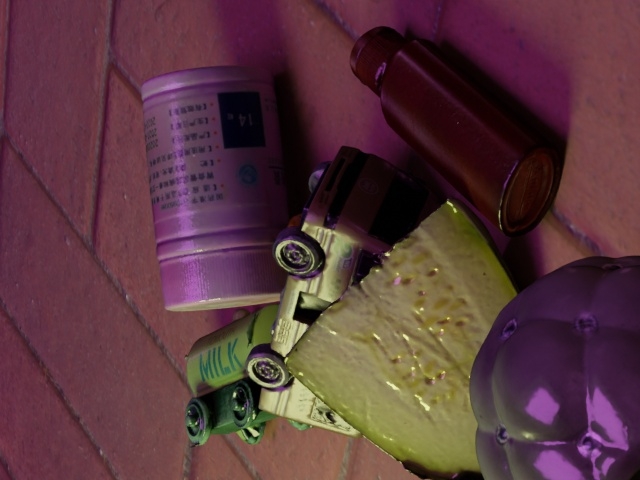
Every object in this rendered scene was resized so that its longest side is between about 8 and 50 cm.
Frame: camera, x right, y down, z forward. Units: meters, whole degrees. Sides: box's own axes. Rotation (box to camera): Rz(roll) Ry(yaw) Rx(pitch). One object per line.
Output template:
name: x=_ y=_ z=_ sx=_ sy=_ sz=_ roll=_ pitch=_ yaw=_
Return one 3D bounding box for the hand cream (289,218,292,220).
hand cream: x=-0.037 y=-0.004 z=1.983 sx=0.143 sy=0.039 sz=0.061 roll=12 pitch=104 yaw=49

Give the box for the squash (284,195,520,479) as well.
squash: x=0.122 y=0.116 z=1.632 sx=0.237 sy=0.204 sz=0.155 roll=-43 pitch=48 yaw=21

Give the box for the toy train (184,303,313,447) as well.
toy train: x=-0.090 y=0.159 z=2.091 sx=0.253 sy=0.105 sz=0.157 roll=-28 pitch=64 yaw=60

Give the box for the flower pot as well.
flower pot: x=0.236 y=0.130 z=1.362 sx=0.195 sy=0.246 sz=0.246 roll=55 pitch=145 yaw=42

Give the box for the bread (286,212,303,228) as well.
bread: x=0.000 y=0.000 z=1.872 sx=0.083 sy=0.081 sz=0.046 roll=20 pitch=109 yaw=7

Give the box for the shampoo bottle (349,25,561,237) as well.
shampoo bottle: x=0.119 y=-0.113 z=1.626 sx=0.260 sy=0.064 sz=0.102 roll=46 pitch=141 yaw=41

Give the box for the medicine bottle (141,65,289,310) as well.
medicine bottle: x=-0.112 y=-0.055 z=1.928 sx=0.152 sy=0.152 sz=0.254 roll=-15 pitch=80 yaw=61

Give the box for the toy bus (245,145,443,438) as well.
toy bus: x=0.030 y=0.057 z=1.757 sx=0.157 sy=0.139 sz=0.289 roll=20 pitch=130 yaw=6
